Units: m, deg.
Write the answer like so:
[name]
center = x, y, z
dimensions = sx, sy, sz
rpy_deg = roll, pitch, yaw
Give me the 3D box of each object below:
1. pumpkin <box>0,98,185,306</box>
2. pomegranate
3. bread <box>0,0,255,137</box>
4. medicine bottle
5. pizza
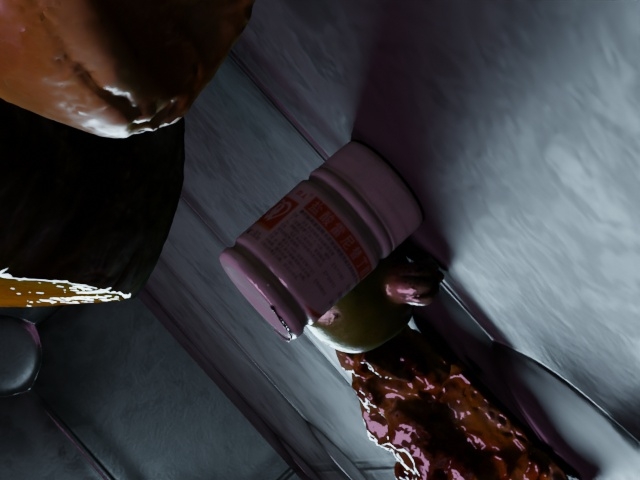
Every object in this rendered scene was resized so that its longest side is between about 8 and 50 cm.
[pumpkin]
center = -0.228, -0.096, 0.776
dimensions = 0.225, 0.256, 0.303
rpy_deg = 26, -141, -60
[pomegranate]
center = 0.022, 0.020, 0.728
dimensions = 0.073, 0.073, 0.084
rpy_deg = 48, 131, 3
[bread]
center = -0.151, -0.174, 0.559
dimensions = 0.294, 0.132, 0.167
rpy_deg = 45, 162, 24
[medicine bottle]
center = 0.000, 0.000, 0.663
dimensions = 0.057, 0.089, 0.057
rpy_deg = 46, 168, 13
[pizza]
center = 0.067, 0.115, 0.840
dimensions = 0.194, 0.069, 0.154
rpy_deg = 48, 170, -8
